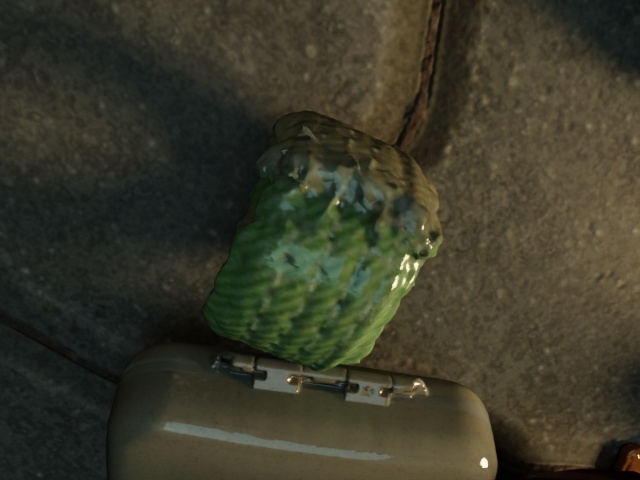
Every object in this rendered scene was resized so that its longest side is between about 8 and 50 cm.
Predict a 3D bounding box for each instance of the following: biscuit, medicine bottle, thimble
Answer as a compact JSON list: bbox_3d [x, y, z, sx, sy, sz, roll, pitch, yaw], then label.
[{"bbox_3d":[0.442,0.291,0.721,0.131,0.019,0.102,-11,110,-1],"label":"biscuit"},{"bbox_3d":[-0.025,0.232,0.588,0.376,0.122,0.282,9,131,-8],"label":"medicine bottle"},{"bbox_3d":[0.000,0.000,0.488,0.150,0.219,0.218,22,106,-8],"label":"thimble"}]

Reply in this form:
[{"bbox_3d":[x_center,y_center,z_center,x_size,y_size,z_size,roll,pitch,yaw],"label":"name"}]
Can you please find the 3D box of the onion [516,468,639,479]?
[{"bbox_3d":[0.227,0.460,0.611,0.421,0.398,0.398,-18,111,26],"label":"onion"}]
